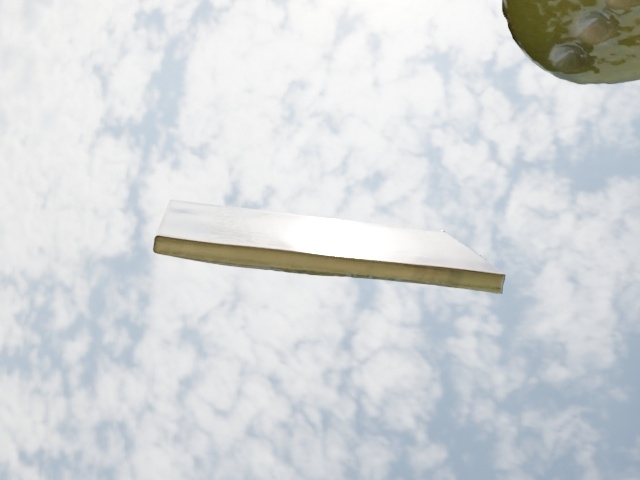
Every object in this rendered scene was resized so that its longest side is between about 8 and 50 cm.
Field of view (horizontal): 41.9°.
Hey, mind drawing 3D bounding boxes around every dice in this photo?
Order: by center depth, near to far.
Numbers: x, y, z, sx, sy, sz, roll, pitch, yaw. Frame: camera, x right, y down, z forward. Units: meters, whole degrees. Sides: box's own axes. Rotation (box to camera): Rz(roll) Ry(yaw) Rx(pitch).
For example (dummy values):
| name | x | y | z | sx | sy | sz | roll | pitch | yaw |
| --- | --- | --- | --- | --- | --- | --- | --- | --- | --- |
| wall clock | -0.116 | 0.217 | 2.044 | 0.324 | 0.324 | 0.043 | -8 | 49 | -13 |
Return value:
| name | x | y | z | sx | sy | sz | roll | pitch | yaw |
| --- | --- | --- | --- | --- | --- | --- | --- | --- | --- |
| dice | 0.284 | -0.266 | 0.811 | 0.169 | 0.166 | 0.169 | 4 | -127 | 41 |

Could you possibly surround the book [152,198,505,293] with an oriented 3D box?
| name | x | y | z | sx | sy | sz | roll | pitch | yaw |
| --- | --- | --- | --- | --- | --- | --- | --- | --- | --- |
| book | 0.000 | 0.000 | 0.985 | 0.262 | 0.373 | 0.028 | -117 | -146 | -76 |
